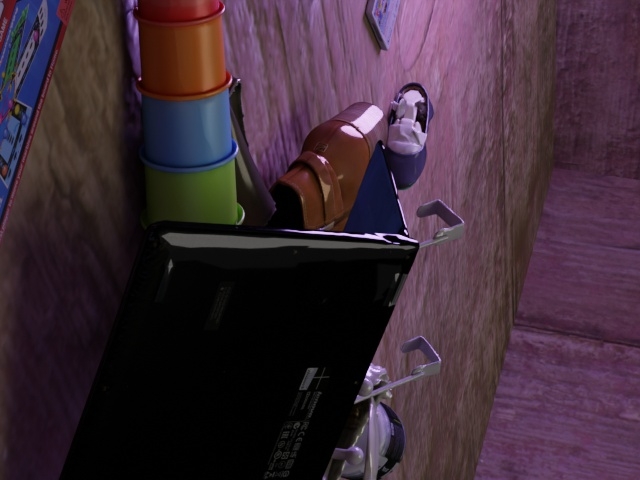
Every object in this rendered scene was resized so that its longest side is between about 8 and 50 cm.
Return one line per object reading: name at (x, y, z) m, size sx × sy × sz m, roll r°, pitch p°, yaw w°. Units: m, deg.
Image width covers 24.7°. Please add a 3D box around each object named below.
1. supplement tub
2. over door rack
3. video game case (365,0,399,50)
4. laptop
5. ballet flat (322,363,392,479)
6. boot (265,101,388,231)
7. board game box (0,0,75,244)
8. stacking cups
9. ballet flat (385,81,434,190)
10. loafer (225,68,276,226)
supplement tub at (0.050, 0.266, 1.972) m, size 0.190 × 0.117 × 0.117 m, roll 44°, pitch 57°, yaw -71°
over door rack at (0.049, 0.123, 1.652) m, size 0.324 × 0.108 × 0.239 m, roll -28°, pitch 139°, yaw -36°
video game case at (0.084, -0.316, 1.945) m, size 0.122 × 0.011 × 0.087 m, roll 53°, pitch 49°, yaw -70°
laptop at (-0.091, 0.113, 1.273) m, size 0.408 × 0.236 × 0.381 m, roll 3°, pitch 116°, yaw -42°
ballet flat at (-0.009, 0.312, 1.758) m, size 0.147 × 0.147 × 0.408 m, roll 71°, pitch 33°, yaw -61°
boot at (0.000, 0.000, 1.665) m, size 0.220 × 0.109 × 0.283 m, roll -47°, pitch 156°, yaw -51°
board game box at (-0.223, -0.085, 0.931) m, size 0.145 × 0.027 × 0.281 m, roll 53°, pitch 48°, yaw -68°
stacking cups at (-0.110, -0.105, 1.224) m, size 0.096 × 0.096 × 0.316 m, roll -52°, pitch 146°, yaw -60°
ballet flat at (0.121, -0.157, 2.068) m, size 0.203 × 0.074 × 0.074 m, roll -73°, pitch 164°, yaw -48°
loafer at (-0.079, -0.049, 1.361) m, size 0.094 × 0.087 × 0.251 m, roll -61°, pitch 156°, yaw -51°
